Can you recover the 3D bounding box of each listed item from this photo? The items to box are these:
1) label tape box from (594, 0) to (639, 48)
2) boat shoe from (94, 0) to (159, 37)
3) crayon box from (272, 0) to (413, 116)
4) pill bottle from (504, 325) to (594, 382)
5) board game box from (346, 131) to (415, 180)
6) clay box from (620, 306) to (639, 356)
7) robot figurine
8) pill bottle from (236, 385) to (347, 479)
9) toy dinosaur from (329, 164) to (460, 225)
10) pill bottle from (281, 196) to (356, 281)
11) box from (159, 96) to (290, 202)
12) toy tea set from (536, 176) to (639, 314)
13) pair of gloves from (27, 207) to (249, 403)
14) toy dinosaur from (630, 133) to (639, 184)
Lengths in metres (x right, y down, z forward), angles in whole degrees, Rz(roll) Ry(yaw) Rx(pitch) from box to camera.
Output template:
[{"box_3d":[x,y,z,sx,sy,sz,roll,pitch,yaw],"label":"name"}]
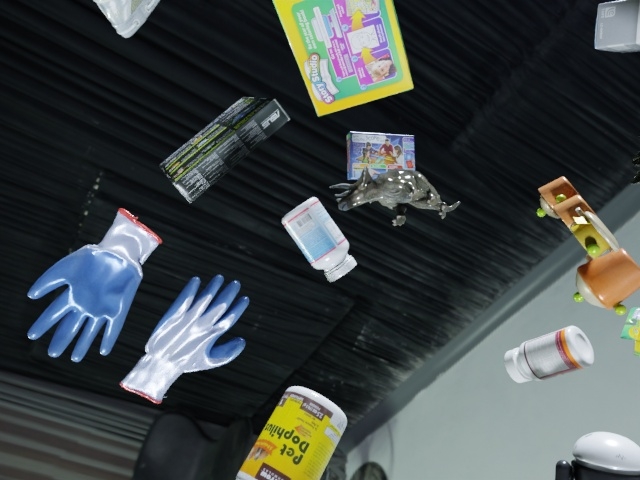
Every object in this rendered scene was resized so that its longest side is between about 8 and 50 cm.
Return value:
[{"box_3d":[0.882,-0.526,1.241,0.348,0.249,0.115,12,110,41],"label":"label tape box"},{"box_3d":[-0.264,-0.482,0.883,0.118,0.103,0.320,14,60,29],"label":"boat shoe"},{"box_3d":[0.029,-0.344,0.791,0.166,0.278,0.081,-13,42,14],"label":"crayon box"},{"box_3d":[0.660,0.339,1.510,0.221,0.121,0.121,-36,34,41],"label":"pill bottle"},{"box_3d":[0.177,-0.243,1.511,0.035,0.202,0.136,161,109,-74],"label":"board game box"},{"box_3d":[0.823,0.228,1.185,0.222,0.053,0.127,11,39,39],"label":"clay box"},{"box_3d":[0.704,0.614,1.266,0.174,0.209,0.277,-9,73,54],"label":"robot figurine"},{"box_3d":[-0.053,0.351,0.822,0.214,0.117,0.117,-58,14,-29],"label":"pill bottle"},{"box_3d":[0.197,-0.118,1.179,0.160,0.314,0.120,58,146,39],"label":"toy dinosaur"},{"box_3d":[0.000,0.000,1.032,0.087,0.160,0.087,-35,1,1],"label":"pill bottle"},{"box_3d":[-0.156,-0.150,0.806,0.191,0.045,0.184,-42,29,-8],"label":"box"},{"box_3d":[0.509,0.002,1.039,0.124,0.200,0.336,-40,13,24],"label":"toy tea set"},{"box_3d":[-0.170,0.074,0.506,0.159,0.198,0.023,-50,19,4],"label":"pair of gloves"},{"box_3d":[0.420,-0.127,0.452,0.322,0.219,0.164,17,-97,-71],"label":"toy dinosaur"}]
